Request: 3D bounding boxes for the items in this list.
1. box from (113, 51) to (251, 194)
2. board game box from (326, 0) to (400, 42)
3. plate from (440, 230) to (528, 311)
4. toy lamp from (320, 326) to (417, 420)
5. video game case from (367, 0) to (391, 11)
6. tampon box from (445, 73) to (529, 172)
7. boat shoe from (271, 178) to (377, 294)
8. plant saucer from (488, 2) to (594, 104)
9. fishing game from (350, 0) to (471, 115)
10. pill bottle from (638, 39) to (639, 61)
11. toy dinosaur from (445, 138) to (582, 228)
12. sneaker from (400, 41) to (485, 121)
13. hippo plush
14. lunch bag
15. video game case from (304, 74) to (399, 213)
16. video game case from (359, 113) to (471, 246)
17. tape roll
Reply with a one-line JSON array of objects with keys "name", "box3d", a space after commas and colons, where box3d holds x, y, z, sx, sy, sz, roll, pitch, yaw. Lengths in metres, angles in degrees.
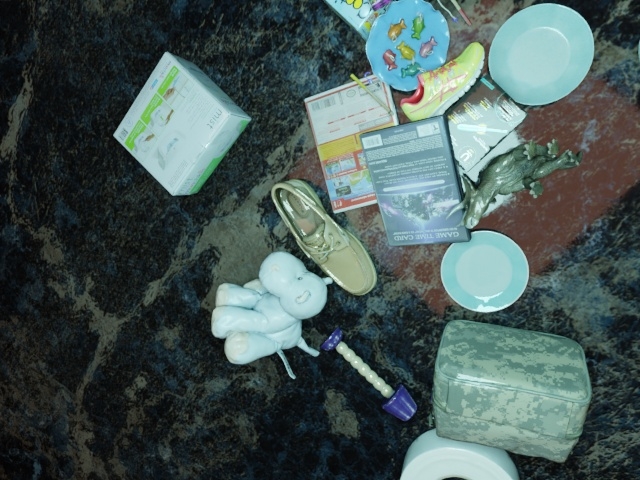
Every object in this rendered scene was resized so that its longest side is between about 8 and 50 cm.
[{"name": "box", "box3d": [-0.351, -0.288, 1.163, 0.231, 0.127, 0.262, 43, 108, 6]}, {"name": "board game box", "box3d": [0.137, -0.576, 0.950, 0.144, 0.142, 0.275, 46, 109, 6]}, {"name": "plate", "box3d": [0.371, 0.070, 1.043, 0.188, 0.024, 0.188, 3, 100, 18]}, {"name": "toy lamp", "box3d": [0.122, 0.334, 1.137, 0.274, 0.080, 0.080, 41, 108, 7]}, {"name": "video game case", "box3d": [0.154, -0.584, 0.844, 0.232, 0.042, 0.210, -25, 91, 19]}, {"name": "tampon box", "box3d": [0.328, -0.241, 0.964, 0.120, 0.101, 0.161, 47, 110, 6]}, {"name": "boat shoe", "box3d": [0.000, 0.000, 1.105, 0.121, 0.110, 0.341, -43, 85, 19]}, {"name": "plant saucer", "box3d": [0.447, -0.376, 0.938, 0.194, 0.037, 0.195, 3, 99, 17]}, {"name": "fishing game", "box3d": [0.189, -0.410, 0.964, 0.264, 0.041, 0.189, -45, 119, 11]}, {"name": "pill bottle", "box3d": [0.677, -0.367, 0.844, 0.137, 0.078, 0.078, -7, 97, 19]}, {"name": "toy dinosaur", "box3d": [0.394, -0.146, 0.911, 0.313, 0.160, 0.121, -33, 106, -21]}, {"name": "sneaker", "box3d": [0.252, -0.333, 0.962, 0.094, 0.081, 0.208, 32, 115, -20]}, {"name": "hippo plush", "box3d": [-0.102, 0.165, 1.076, 0.294, 0.234, 0.236, 47, 126, 8]}, {"name": "lunch bag", "box3d": [0.389, 0.338, 0.984, 0.305, 0.212, 0.256, 5, 117, 20]}, {"name": "video game case", "box3d": [0.091, -0.226, 1.084, 0.204, 0.025, 0.285, -13, 94, 19]}, {"name": "video game case", "box3d": [0.206, -0.119, 1.001, 0.196, 0.026, 0.274, -4, 113, 37]}, {"name": "tape roll", "box3d": [0.334, 0.604, 1.103, 0.286, 0.100, 0.286, 3, 100, 17]}]
